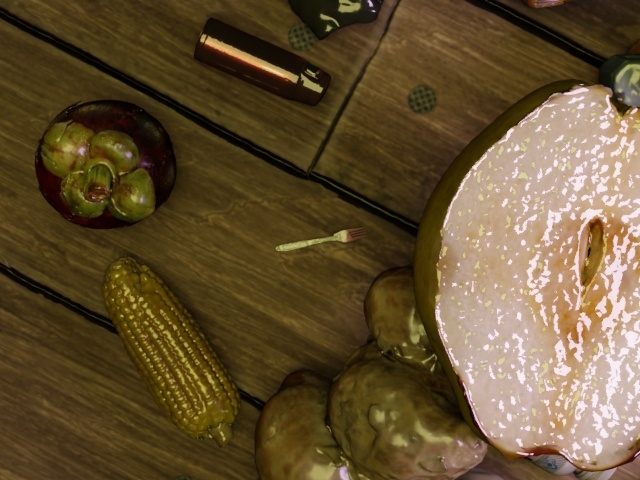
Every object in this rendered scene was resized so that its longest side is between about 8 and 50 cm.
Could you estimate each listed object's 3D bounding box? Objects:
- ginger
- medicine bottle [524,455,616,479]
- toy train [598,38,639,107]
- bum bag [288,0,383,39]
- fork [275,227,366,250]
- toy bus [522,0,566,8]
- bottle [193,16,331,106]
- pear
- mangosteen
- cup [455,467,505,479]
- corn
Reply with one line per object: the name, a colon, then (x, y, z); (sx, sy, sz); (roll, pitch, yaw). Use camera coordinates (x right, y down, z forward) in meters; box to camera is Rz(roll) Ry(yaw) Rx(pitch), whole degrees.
ginger: (0.046, 0.213, 1.334); (0.375, 0.176, 0.256); (-44, 50, 21)
medicine bottle: (0.267, 0.214, 1.378); (0.191, 0.107, 0.107); (31, 94, -1)
toy train: (0.457, -0.123, 1.332); (0.368, 0.163, 0.232); (-1, 106, 2)
bum bag: (0.051, -0.395, 1.361); (0.142, 0.080, 0.327); (17, 94, 4)
fork: (0.000, 0.000, 1.419); (0.115, 0.012, 0.016); (-10, 86, 3)
toy bus: (0.271, -0.330, 1.301); (0.136, 0.209, 0.126); (-20, 94, 13)
bottle: (-0.068, -0.213, 1.385); (0.164, 0.060, 0.060); (24, 94, -1)
pear: (0.250, 0.033, 1.217); (0.340, 0.191, 0.387); (15, 92, -14)
mangosteen: (-0.252, -0.086, 1.334); (0.166, 0.180, 0.166); (-1, 103, -6)
cup: (0.197, 0.384, 1.309); (0.255, 0.202, 0.173); (41, 95, 5)
corn: (-0.181, 0.135, 1.392); (0.097, 0.097, 0.262); (-31, 90, 3)
